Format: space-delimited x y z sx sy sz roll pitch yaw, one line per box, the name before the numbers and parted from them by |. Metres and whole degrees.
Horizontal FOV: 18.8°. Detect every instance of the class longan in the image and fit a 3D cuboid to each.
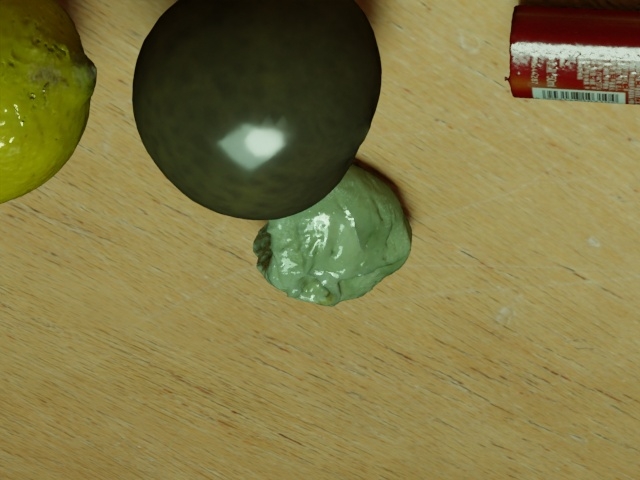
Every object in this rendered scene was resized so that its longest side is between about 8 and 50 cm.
longan | -0.060 -0.144 1.923 0.258 0.258 0.258 8 148 5

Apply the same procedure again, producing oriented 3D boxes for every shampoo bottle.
shampoo bottle | 0.341 -0.178 1.903 0.314 0.076 0.118 4 147 11

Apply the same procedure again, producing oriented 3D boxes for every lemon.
lemon | -0.369 -0.159 1.987 0.310 0.258 0.258 -4 145 28

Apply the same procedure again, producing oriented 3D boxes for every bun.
bun | 0.000 0.000 2.249 0.203 0.127 0.212 -11 141 28
